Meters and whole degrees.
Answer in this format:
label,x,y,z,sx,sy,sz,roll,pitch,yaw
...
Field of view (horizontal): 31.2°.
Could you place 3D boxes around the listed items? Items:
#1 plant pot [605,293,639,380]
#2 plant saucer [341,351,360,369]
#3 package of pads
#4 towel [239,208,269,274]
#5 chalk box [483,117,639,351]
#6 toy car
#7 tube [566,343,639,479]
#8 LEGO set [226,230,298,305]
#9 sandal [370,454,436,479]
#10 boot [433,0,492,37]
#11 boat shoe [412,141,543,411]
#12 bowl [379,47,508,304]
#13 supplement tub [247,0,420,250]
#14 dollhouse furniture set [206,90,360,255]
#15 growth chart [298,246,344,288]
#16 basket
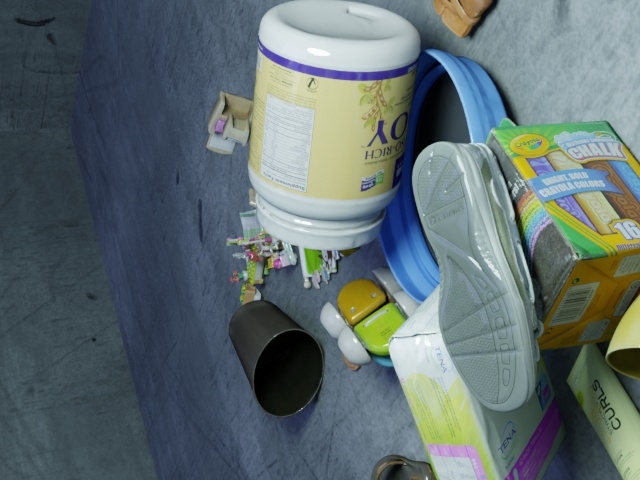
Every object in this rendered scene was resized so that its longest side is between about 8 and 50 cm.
label,x,y,z,sx,sy,sz,roll,pitch,yaw
plant pot,0.401,0.102,1.303,0.134,0.134,0.095,-33,38,64
plant saucer,0.059,0.210,2.213,0.083,0.013,0.083,175,90,-66
package of pads,0.210,0.197,1.493,0.101,0.229,0.297,-8,111,36
towel,-0.153,0.005,2.639,0.113,0.023,0.152,173,92,-67
chalk box,0.294,-0.031,1.432,0.180,0.179,0.289,108,148,-43
toy car,0.101,0.148,1.976,0.136,0.159,0.182,58,175,-39
tube,0.377,0.236,1.449,0.070,0.062,0.240,-37,44,15
LEGO set,-0.157,0.049,2.524,0.287,0.107,0.132,-45,58,55
sandal,0.135,0.430,2.030,0.219,0.060,0.090,165,98,-66
boot,0.199,-0.413,1.695,0.152,0.073,0.197,112,147,-54
boat shoe,0.198,0.038,1.340,0.118,0.103,0.320,-25,77,46
bowl,0.183,-0.096,1.755,0.391,0.077,0.391,177,90,-71
supplement tub,0.014,-0.177,1.742,0.241,0.241,0.331,-130,39,-52
dollhouse furniture set,-0.074,-0.078,2.047,0.303,0.286,0.198,-99,28,-55
growth chart,0.000,0.000,2.295,0.237,0.021,0.172,140,120,-63
basket,-0.103,0.228,2.427,0.227,0.154,0.204,-132,43,-59
